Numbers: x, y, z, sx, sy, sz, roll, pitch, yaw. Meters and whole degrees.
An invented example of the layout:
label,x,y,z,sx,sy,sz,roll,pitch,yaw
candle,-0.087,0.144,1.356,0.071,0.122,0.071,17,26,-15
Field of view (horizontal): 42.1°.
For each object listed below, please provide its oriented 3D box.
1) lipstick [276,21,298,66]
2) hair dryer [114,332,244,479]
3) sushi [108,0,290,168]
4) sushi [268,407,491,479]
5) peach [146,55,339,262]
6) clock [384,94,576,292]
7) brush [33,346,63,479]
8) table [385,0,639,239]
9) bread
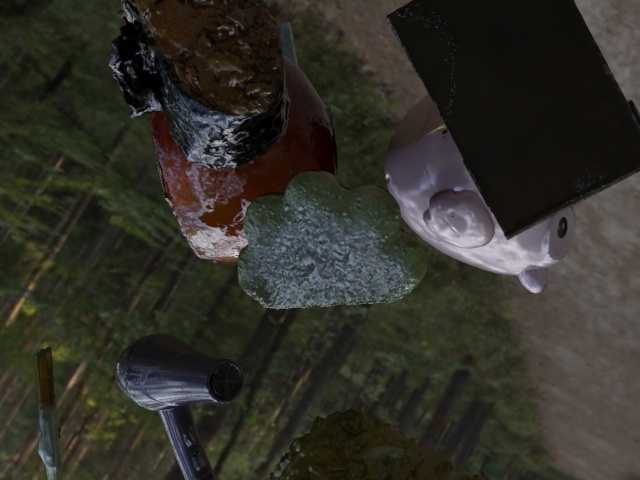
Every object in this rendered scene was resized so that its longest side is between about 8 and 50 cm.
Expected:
label,x,y,z,sx,sy,sz,roll,pitch,yaw
lipstick,-0.088,-0.416,2.145,0.076,0.289,0.077,-10,-171,4
hair dryer,-0.182,0.316,1.295,0.301,0.121,0.361,-4,109,52
sushi,-0.172,-0.266,1.131,0.207,0.234,0.348,87,160,-66
sushi,0.071,0.465,1.244,0.351,0.240,0.396,24,135,-5
peach,-0.124,-0.160,1.471,0.335,0.310,0.405,-90,-13,-69
clock,0.303,-0.103,1.545,0.250,0.368,0.376,-25,117,40
brush,-0.299,0.291,0.939,0.020,0.336,0.085,-6,-178,-13
table,0.233,-0.184,0.999,0.282,0.196,0.250,61,-168,-4
bread,0.000,0.000,1.178,0.287,0.207,0.056,-9,-158,18
